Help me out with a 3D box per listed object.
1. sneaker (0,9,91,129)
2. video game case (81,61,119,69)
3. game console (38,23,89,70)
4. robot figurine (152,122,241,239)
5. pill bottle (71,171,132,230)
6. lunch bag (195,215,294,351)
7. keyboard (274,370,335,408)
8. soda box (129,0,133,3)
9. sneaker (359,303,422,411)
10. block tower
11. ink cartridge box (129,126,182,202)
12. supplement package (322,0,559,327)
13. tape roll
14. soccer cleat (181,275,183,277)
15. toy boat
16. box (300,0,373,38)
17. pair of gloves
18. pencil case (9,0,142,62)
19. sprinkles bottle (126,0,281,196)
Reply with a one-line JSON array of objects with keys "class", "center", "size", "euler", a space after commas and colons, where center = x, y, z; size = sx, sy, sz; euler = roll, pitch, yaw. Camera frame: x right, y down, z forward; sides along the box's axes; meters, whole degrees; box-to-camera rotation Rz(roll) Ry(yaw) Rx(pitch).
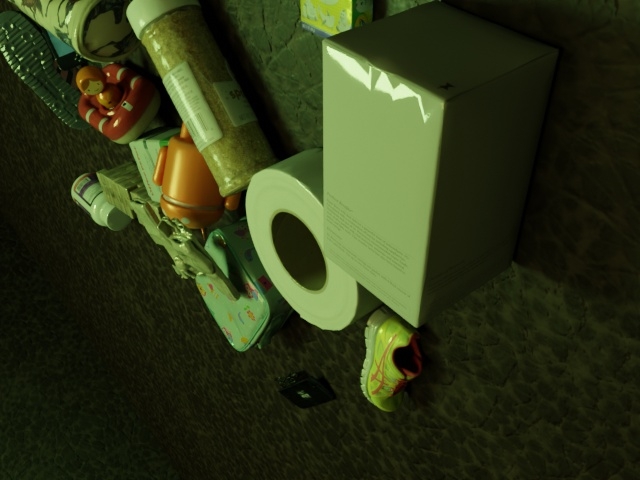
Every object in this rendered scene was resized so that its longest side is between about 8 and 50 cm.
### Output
[{"class": "sneaker", "center": [-0.654, -0.419, 1.710], "size": [0.131, 0.112, 0.319], "euler": [-106, -11, -53]}, {"class": "video game case", "center": [-0.519, -0.435, 1.658], "size": [0.190, 0.022, 0.173], "euler": [37, 142, 35]}, {"class": "game console", "center": [-0.561, -0.472, 1.588], "size": [0.085, 0.124, 0.144], "euler": [-161, 47, -83]}, {"class": "robot figurine", "center": [-0.229, -0.116, 1.333], "size": [0.128, 0.158, 0.220], "euler": [-126, 47, -65]}, {"class": "pill bottle", "center": [-0.601, -0.105, 1.973], "size": [0.193, 0.108, 0.108], "euler": [35, 141, 38]}, {"class": "lunch bag", "center": [-0.149, 0.097, 1.447], "size": [0.224, 0.107, 0.279], "euler": [53, 149, 12]}, {"class": "keyboard", "center": [-0.035, 0.315, 1.543], "size": [0.100, 0.038, 0.192], "euler": [39, 150, -7]}, {"class": "soda box", "center": [-0.283, -0.382, 1.297], "size": [0.053, 0.060, 0.169], "euler": [-18, 99, 59]}, {"class": "sneaker", "center": [0.122, 0.209, 1.151], "size": [0.094, 0.081, 0.209], "euler": [28, 137, 39]}, {"class": "block tower", "center": [-0.416, -0.102, 1.709], "size": [0.335, 0.097, 0.091], "euler": [26, 135, 43]}, {"class": "ink cartridge box", "center": [-0.304, -0.155, 1.492], "size": [0.208, 0.086, 0.153], "euler": [15, 127, 51]}, {"class": "supplement package", "center": [0.121, -0.087, 0.805], "size": [0.177, 0.175, 0.293], "euler": [39, 143, 37]}, {"class": "tape roll", "center": [0.000, 0.000, 1.144], "size": [0.286, 0.100, 0.286], "euler": [36, 142, 36]}, {"class": "soccer cleat", "center": [-0.360, 0.061, 1.813], "size": [0.083, 0.035, 0.029], "euler": [49, 148, 20]}, {"class": "toy boat", "center": [-0.444, -0.307, 1.486], "size": [0.231, 0.151, 0.151], "euler": [33, 177, 38]}, {"class": "box", "center": [0.019, -0.341, 0.886], "size": [0.105, 0.043, 0.179], "euler": [35, 140, 37]}, {"class": "pair of gloves", "center": [-0.265, 0.022, 1.351], "size": [0.240, 0.042, 0.204], "euler": [23, 152, 47]}, {"class": "pencil case", "center": [-0.508, -0.504, 1.430], "size": [0.410, 0.184, 0.160], "euler": [38, -175, 29]}, {"class": "sprinkles bottle", "center": [-0.196, -0.254, 1.210], "size": [0.121, 0.121, 0.356], "euler": [-22, 96, 60]}]
